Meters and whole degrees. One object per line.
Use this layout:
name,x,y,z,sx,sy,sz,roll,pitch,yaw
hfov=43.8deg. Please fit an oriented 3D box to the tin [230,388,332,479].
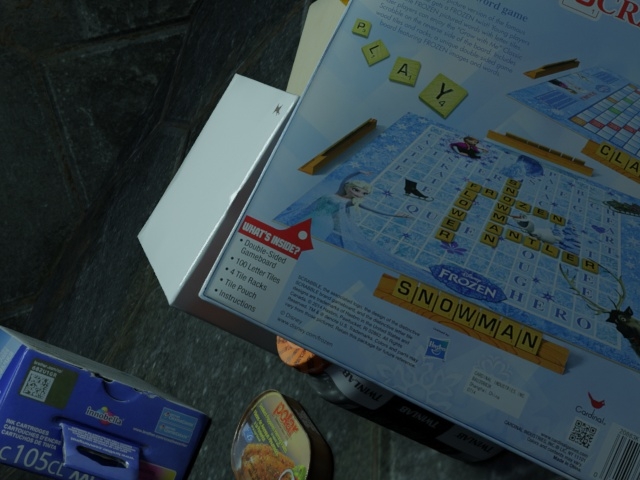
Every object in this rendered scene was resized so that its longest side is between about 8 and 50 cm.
tin,-0.045,0.236,0.867,0.106,0.040,0.190,-62,25,7

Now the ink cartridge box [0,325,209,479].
ink cartridge box,-0.341,0.246,1.123,0.395,0.270,0.151,-4,62,61

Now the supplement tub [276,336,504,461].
supplement tub,0.068,0.092,0.630,0.117,0.190,0.117,-42,32,34

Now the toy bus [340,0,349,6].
toy bus,0.108,-0.450,1.090,0.149,0.212,0.220,57,157,22

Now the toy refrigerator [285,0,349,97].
toy refrigerator,0.026,-0.245,1.164,0.102,0.094,0.269,-18,48,39

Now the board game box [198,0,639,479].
board game box,0.137,-0.034,0.509,0.317,0.319,0.066,-63,-5,-7

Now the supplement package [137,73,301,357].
supplement package,0.000,0.000,0.763,0.199,0.263,0.198,-58,26,4
